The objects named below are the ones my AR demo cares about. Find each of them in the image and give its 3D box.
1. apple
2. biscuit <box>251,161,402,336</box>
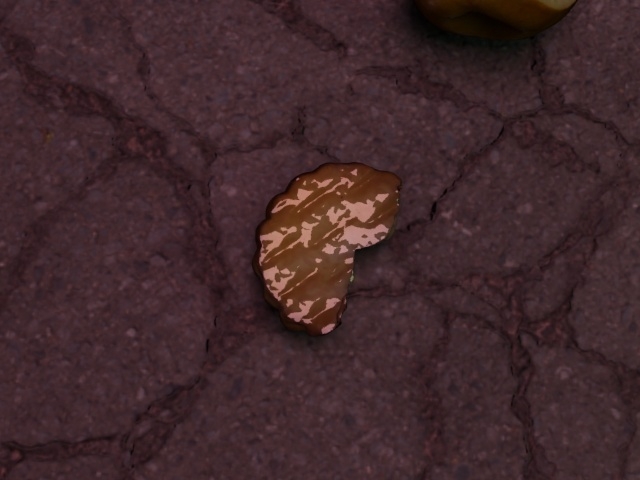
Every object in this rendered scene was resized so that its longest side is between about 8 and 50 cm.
[{"bbox_3d":[0.170,-0.288,1.148,0.195,0.160,0.173,15,86,-41],"label":"apple"},{"bbox_3d":[0.000,0.000,1.099,0.118,0.061,0.183,28,70,8],"label":"biscuit"}]
